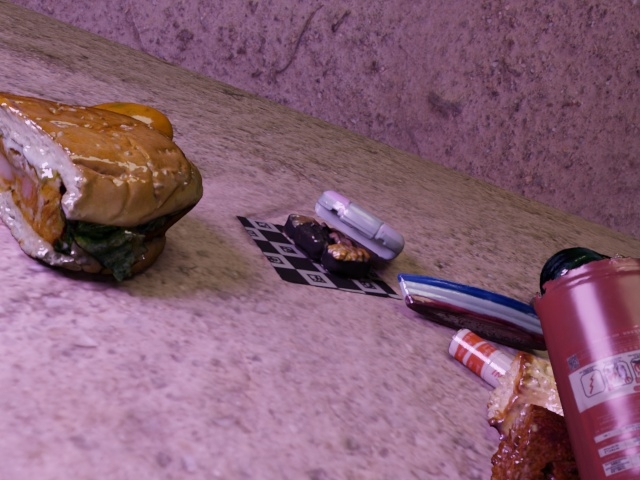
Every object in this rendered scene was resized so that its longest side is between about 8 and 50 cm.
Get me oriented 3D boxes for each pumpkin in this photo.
[{"bbox_3d":[0.471,0.087,1.100,0.202,0.140,0.202,23,16,-7],"label":"pumpkin"}]

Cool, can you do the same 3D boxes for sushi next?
[{"bbox_3d":[0.000,0.000,0.940,0.192,0.050,0.215,12,19,-31],"label":"sushi"}]

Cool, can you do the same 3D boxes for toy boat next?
[{"bbox_3d":[0.207,0.097,0.877,0.229,0.080,0.046,19,51,-10],"label":"toy boat"}]

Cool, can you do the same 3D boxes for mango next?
[{"bbox_3d":[-0.316,-0.174,1.035,0.163,0.089,0.111,11,19,-7],"label":"mango"}]

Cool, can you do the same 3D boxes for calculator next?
[{"bbox_3d":[0.063,-0.021,0.999,0.141,0.045,0.246,34,3,6],"label":"calculator"}]

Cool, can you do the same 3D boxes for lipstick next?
[{"bbox_3d":[0.205,0.149,0.742,0.038,0.038,0.131,4,24,-46],"label":"lipstick"}]

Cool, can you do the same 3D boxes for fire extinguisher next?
[{"bbox_3d":[0.215,0.170,0.418,0.147,0.106,0.337,25,46,-35],"label":"fire extinguisher"}]

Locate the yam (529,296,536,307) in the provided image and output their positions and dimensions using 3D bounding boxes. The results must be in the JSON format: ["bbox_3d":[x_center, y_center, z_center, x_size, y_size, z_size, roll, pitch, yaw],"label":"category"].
[{"bbox_3d":[0.371,0.140,0.996,0.027,0.029,0.234,47,9,-19],"label":"yam"}]

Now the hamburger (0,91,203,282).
[{"bbox_3d":[-0.247,-0.072,0.723,0.309,0.132,0.211,32,22,37],"label":"hamburger"}]

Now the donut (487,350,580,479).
[{"bbox_3d":[0.215,0.177,0.585,0.141,0.085,0.217,23,16,5],"label":"donut"}]
